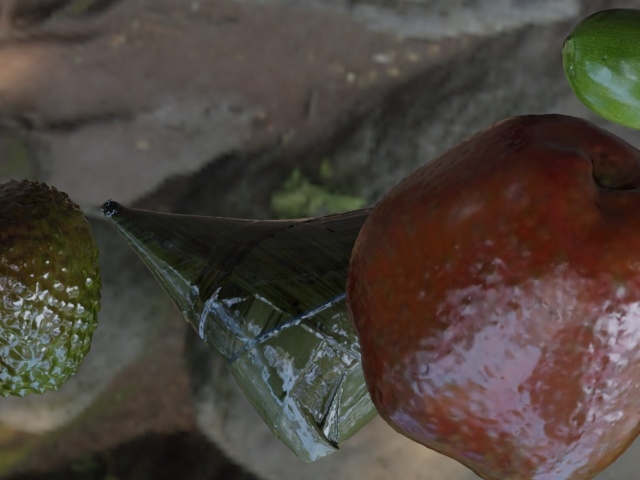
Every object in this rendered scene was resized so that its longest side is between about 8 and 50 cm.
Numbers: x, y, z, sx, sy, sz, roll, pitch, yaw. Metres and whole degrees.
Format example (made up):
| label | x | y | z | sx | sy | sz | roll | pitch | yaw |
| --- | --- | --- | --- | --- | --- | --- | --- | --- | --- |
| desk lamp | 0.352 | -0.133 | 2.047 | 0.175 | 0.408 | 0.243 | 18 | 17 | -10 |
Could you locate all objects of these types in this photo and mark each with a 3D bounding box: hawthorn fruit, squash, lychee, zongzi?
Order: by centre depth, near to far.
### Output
| label | x | y | z | sx | sy | sz | roll | pitch | yaw |
| --- | --- | --- | --- | --- | --- | --- | --- | --- | --- |
| hawthorn fruit | 0.080 | 0.016 | 0.712 | 0.133 | 0.133 | 0.138 | 19 | 130 | -28 |
| lychee | -0.176 | 0.019 | 1.030 | 0.114 | 0.114 | 0.146 | -1 | 119 | 28 |
| squash | 0.229 | -0.084 | 1.071 | 0.201 | 0.066 | 0.066 | 13 | 162 | -16 |
| zongzi | 0.000 | 0.000 | 1.313 | 0.242 | 0.221 | 0.112 | 50 | -175 | 9 |
